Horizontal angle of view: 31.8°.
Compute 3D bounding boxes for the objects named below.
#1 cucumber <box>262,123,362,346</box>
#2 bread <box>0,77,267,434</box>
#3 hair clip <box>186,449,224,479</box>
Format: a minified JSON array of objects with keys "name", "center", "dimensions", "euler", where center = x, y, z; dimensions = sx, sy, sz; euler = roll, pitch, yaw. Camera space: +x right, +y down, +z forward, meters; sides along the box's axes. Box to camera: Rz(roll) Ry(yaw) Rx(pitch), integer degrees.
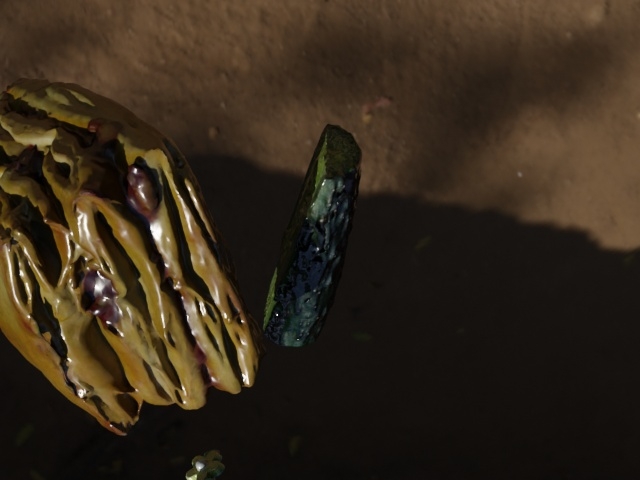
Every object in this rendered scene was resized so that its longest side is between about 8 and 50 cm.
[{"name":"cucumber","center":[0.003,0.002,1.002],"dimensions":[0.062,0.078,0.211],"euler":[13,131,-10]},{"name":"bread","center":[-0.211,0.015,0.966],"dimensions":[0.167,0.325,0.277],"euler":[-35,124,-26]},{"name":"hair clip","center":[-0.123,0.278,1.179],"dimensions":[0.049,0.173,0.049],"euler":[0,128,0]}]
